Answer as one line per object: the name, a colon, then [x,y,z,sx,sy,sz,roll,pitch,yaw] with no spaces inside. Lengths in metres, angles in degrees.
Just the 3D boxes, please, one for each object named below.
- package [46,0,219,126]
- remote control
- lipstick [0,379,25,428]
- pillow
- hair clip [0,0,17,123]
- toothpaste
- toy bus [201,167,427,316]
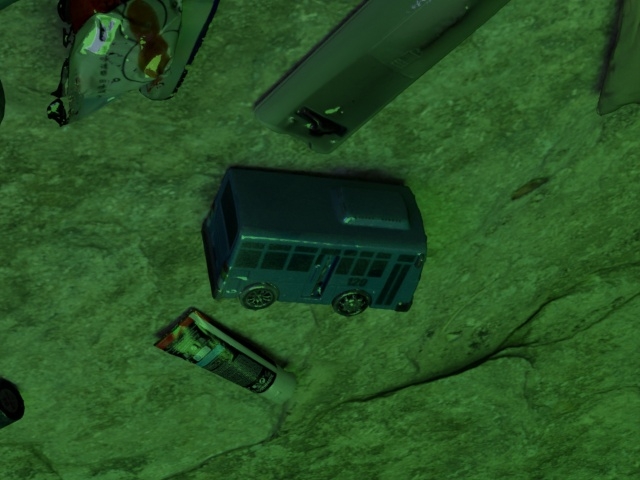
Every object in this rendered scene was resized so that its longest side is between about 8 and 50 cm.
package: [-0.161,-0.215,1.524,0.194,0.071,0.269,-28,149,-41]
remote control: [0.074,-0.187,1.667,0.109,0.055,0.313,23,129,-38]
lipstick: [-0.463,0.245,2.040,0.234,0.053,0.053,-31,139,23]
pillow: [0.386,-0.228,1.707,0.173,0.067,0.270,-3,141,-5]
hair clip: [-0.415,-0.191,1.343,0.318,0.392,0.238,-24,116,15]
toothpaste: [-0.109,0.142,2.035,0.193,0.045,0.071,31,116,-35]
toy bus: [0.000,0.000,1.829,0.234,0.116,0.133,5,135,-20]
